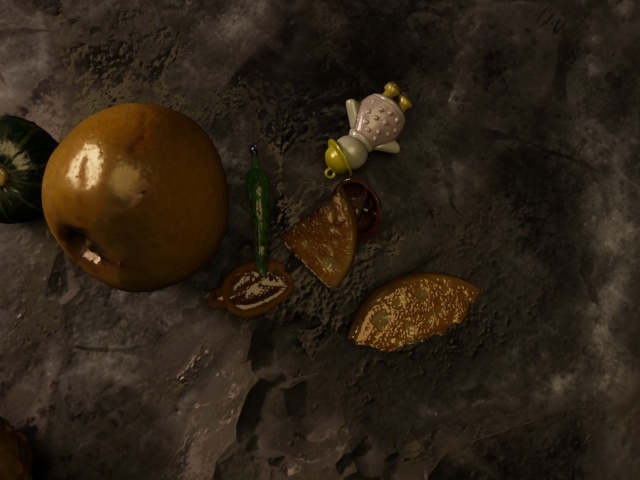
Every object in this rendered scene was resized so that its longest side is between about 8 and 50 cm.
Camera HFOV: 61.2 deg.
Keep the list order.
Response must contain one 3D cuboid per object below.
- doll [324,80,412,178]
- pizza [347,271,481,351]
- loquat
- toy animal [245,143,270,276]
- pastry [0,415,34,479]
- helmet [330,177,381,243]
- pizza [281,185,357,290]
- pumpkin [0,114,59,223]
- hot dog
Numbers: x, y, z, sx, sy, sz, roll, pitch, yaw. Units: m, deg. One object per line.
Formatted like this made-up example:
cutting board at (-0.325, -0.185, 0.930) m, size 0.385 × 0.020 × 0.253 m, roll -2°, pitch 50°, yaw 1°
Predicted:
doll at (0.080, -0.185, 0.941) m, size 0.129 × 0.081 × 0.207 m, roll 44°, pitch 84°, yaw -14°
pizza at (0.157, 0.119, 0.931) m, size 0.246 × 0.058 × 0.127 m, roll -30°, pitch 88°, yaw -11°
loquat at (-0.266, -0.071, 0.805) m, size 0.274 × 0.275 × 0.275 m, roll 1°, pitch 84°, yaw -7°
toy animal at (-0.103, -0.049, 0.908) m, size 0.041 × 0.075 × 0.217 m, roll -3°, pitch 89°, yaw -8°
pastry at (-0.538, 0.372, 0.763) m, size 0.254 × 0.162 × 0.311 m, roll -3°, pitch 87°, yaw -6°
helmet at (0.071, -0.055, 0.939) m, size 0.089 × 0.057 × 0.111 m, roll -21°, pitch 90°, yaw 27°
pizza at (0.000, 0.000, 0.922) m, size 0.130 × 0.041 × 0.178 m, roll -6°, pitch 100°, yaw 11°
pumpkin at (-0.478, -0.109, 0.838) m, size 0.167 × 0.125 × 0.167 m, roll 1°, pitch 105°, yaw 5°
hot dog at (-0.116, 0.084, 0.902) m, size 0.140 × 0.060 × 0.090 m, roll -30°, pitch 85°, yaw -16°
